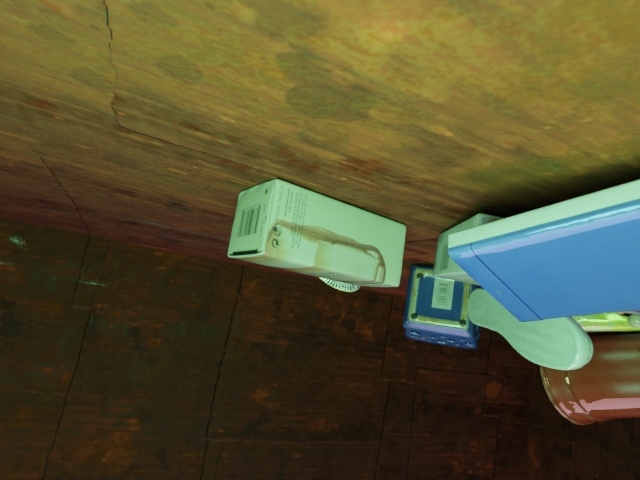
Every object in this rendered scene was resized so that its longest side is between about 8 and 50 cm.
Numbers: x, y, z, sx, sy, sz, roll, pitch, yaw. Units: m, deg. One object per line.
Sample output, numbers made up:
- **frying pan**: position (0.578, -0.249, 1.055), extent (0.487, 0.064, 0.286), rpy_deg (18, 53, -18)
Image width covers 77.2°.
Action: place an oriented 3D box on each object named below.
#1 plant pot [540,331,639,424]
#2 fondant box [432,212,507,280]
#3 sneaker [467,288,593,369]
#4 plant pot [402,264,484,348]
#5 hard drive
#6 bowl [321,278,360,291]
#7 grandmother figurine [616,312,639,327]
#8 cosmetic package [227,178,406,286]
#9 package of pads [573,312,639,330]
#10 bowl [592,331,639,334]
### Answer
- **plant pot**: position (0.819, 0.370, 1.106), extent (0.273, 0.272, 0.265), rpy_deg (13, 156, -19)
- **fondant box**: position (0.386, 0.048, 0.683), extent (0.331, 0.096, 0.238), rpy_deg (10, 174, 5)
- **sneaker**: position (0.416, 0.153, 0.725), extent (0.169, 0.107, 0.292), rpy_deg (11, -175, -9)
- **plant pot**: position (0.384, 0.199, 1.260), extent (0.236, 0.235, 0.212), rpy_deg (5, 162, 23)
- **hard drive**: position (0.339, 0.017, 0.439), extent (0.210, 0.040, 0.319), rpy_deg (36, 143, -31)
- **bowl**: position (0.049, 0.031, 0.937), extent (0.170, 0.170, 0.080), rpy_deg (17, 123, -36)
- **grandmother figurine**: position (0.637, 0.121, 0.850), extent (0.343, 0.103, 0.207), rpy_deg (9, -150, 7)
- **cosmetic package**: position (0.000, 0.000, 0.748), extent (0.296, 0.129, 0.153), rpy_deg (15, 167, -32)
- **package of pads**: position (0.766, 0.181, 1.021), extent (0.297, 0.101, 0.229), rpy_deg (-13, 161, 35)
- **bowl**: position (1.042, 0.280, 1.280), extent (0.312, 0.162, 0.311), rpy_deg (8, 170, 1)
